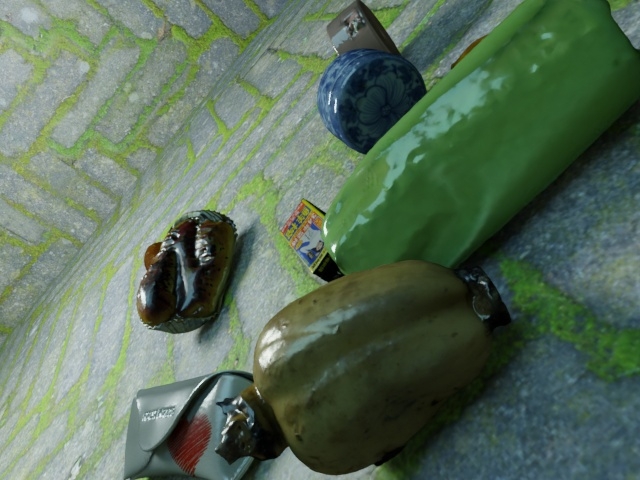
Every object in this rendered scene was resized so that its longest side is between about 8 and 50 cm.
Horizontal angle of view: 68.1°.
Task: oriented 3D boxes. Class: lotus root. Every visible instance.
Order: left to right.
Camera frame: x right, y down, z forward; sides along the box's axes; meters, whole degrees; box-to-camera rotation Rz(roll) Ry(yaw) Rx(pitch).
[{"bbox_3d":[0.037,0.108,0.412,0.256,0.155,0.140,-28,-5,9],"label":"lotus root"}]

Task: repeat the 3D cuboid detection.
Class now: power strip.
[{"bbox_3d":[0.082,-0.351,0.861,0.078,0.154,0.154,-32,34,27],"label":"power strip"}]

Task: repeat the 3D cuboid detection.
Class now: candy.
[{"bbox_3d":[0.151,-0.085,0.477,0.343,0.142,0.132,-46,42,11],"label":"candy"}]

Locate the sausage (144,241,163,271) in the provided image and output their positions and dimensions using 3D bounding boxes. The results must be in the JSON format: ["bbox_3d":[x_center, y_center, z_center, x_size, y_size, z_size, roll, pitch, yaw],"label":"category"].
[{"bbox_3d":[-0.347,0.051,1.098,0.302,0.076,0.103,2,58,56],"label":"sausage"}]

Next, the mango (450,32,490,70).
[{"bbox_3d":[0.225,-0.239,0.623,0.127,0.063,0.077,-30,27,32],"label":"mango"}]

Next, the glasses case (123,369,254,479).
[{"bbox_3d":[-0.190,0.252,0.635,0.308,0.083,0.129,-24,38,40],"label":"glasses case"}]

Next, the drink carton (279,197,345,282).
[{"bbox_3d":[0.000,0.000,0.683,0.071,0.056,0.166,-57,28,7],"label":"drink carton"}]

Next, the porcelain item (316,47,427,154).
[{"bbox_3d":[0.076,-0.208,0.715,0.147,0.147,0.114,-46,31,9],"label":"porcelain item"}]

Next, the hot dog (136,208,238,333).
[{"bbox_3d":[-0.248,0.051,0.900,0.162,0.082,0.271,3,52,6],"label":"hot dog"}]
